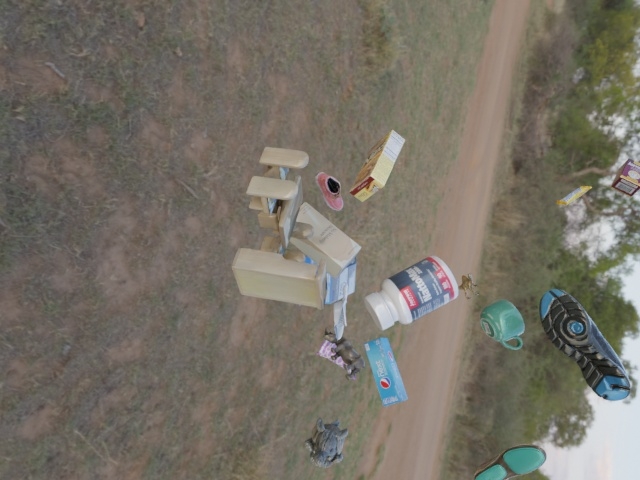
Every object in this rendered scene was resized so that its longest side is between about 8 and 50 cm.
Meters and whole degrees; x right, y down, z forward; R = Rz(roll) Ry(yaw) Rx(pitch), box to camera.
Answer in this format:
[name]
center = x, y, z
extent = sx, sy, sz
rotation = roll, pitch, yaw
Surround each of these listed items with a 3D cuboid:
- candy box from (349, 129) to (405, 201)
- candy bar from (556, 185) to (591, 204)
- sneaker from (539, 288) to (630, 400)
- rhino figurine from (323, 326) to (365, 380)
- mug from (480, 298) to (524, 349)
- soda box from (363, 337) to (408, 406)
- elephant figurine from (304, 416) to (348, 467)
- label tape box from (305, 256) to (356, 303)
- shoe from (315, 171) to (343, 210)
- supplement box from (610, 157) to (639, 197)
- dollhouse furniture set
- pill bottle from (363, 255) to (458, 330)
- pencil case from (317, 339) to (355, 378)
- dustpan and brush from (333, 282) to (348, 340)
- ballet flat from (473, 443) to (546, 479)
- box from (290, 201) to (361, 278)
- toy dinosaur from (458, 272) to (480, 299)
[candy box]
center = 0.265, -0.346, 2.028
extent = 0.088, 0.183, 0.316
rotation = 35, 58, -14
[candy bar]
center = 0.874, -0.155, 1.504
extent = 0.162, 0.040, 0.018
rotation = -26, 113, -26
[sneaker]
center = 0.770, 0.298, 1.292
extent = 0.140, 0.125, 0.340
rotation = -9, 68, -58
[rhino figurine]
center = 0.092, 0.456, 1.816
extent = 0.106, 0.243, 0.073
rotation = -19, 142, -30
[mug]
center = 0.614, 0.287, 1.477
extent = 0.098, 0.157, 0.129
rotation = -22, 139, -11
[soda box]
center = 0.217, 0.435, 1.453
extent = 0.071, 0.067, 0.210
rotation = 23, 46, -58
[elephant figurine]
center = 0.031, 0.766, 1.665
extent = 0.239, 0.170, 0.186
rotation = 96, -22, -52
[label tape box]
center = 0.044, 0.176, 2.128
extent = 0.334, 0.106, 0.240
rotation = -17, 113, -51
[shoe]
center = 0.048, -0.175, 1.631
extent = 0.063, 0.081, 0.178
rotation = -40, 123, -11
[supplement box]
center = 0.773, -0.157, 1.089
extent = 0.083, 0.055, 0.043
rotation = -48, 161, -29
[dollhouse furniture set]
center = -0.078, -0.018, 1.348
extent = 0.362, 0.257, 0.394
rotation = 88, 14, -53
[pill bottle]
center = 0.191, 0.117, 0.937
extent = 0.180, 0.108, 0.108
rotation = -27, 137, -8
[pencil case]
center = 0.085, 0.514, 1.914
extent = 0.088, 0.206, 0.086
rotation = -60, 165, -3
[dustpan and brush]
center = 0.081, 0.255, 1.647
extent = 0.147, 0.060, 0.211
rotation = 78, 8, -55
[ballet flat]
center = 0.731, 0.859, 1.696
extent = 0.316, 0.107, 0.106
rotation = -42, 164, 26
[box]
center = 0.000, 0.000, 1.840
extent = 0.148, 0.311, 0.121
rotation = -47, 170, -31
[toy dinosaur]
center = 0.586, 0.185, 1.738
extent = 0.053, 0.092, 0.183
rotation = -21, 158, -17
